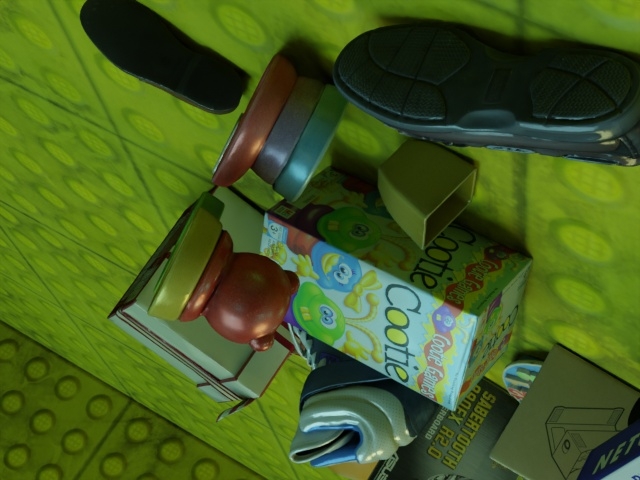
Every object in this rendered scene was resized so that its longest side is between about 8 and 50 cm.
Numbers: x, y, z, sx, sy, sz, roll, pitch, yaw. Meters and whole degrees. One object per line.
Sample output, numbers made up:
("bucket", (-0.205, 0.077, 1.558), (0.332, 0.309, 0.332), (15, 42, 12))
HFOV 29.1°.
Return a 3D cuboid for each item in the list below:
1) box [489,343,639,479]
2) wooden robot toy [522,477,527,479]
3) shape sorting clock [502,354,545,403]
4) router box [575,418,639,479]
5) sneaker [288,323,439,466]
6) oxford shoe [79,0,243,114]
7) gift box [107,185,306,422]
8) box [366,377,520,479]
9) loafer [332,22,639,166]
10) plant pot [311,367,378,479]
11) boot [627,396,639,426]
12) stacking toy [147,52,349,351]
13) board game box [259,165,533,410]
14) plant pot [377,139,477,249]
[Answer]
("box", (0.335, 0.249, 1.520), (0.201, 0.164, 0.021), (30, 173, 11))
("wooden robot toy", (0.321, 0.338, 1.883), (0.076, 0.079, 0.173), (33, 160, 4))
("shape sorting clock", (0.336, 0.221, 1.641), (0.206, 0.040, 0.206), (30, 161, 12))
("router box", (0.462, 0.282, 1.269), (0.301, 0.082, 0.335), (36, 146, 2))
("sneaker", (0.003, 0.164, 1.548), (0.323, 0.236, 0.130), (19, 144, 40))
("oxford shoe", (-0.187, -0.207, 1.432), (0.212, 0.076, 0.076), (35, 172, 0))
("gift box", (-0.146, 0.110, 1.823), (0.258, 0.276, 0.255), (36, 166, -10))
("box", (0.196, 0.311, 1.792), (0.183, 0.231, 0.056), (33, 164, 7))
("loafer", (0.145, -0.114, 1.066), (0.302, 0.109, 0.095), (15, 157, 38))
("plant pot", (0.068, 0.228, 1.893), (0.205, 0.205, 0.188), (18, 139, 38))
("boot", (0.486, 0.244, 1.367), (0.207, 0.094, 0.246), (44, 153, -16))
("stacking toy", (-0.066, -0.029, 1.340), (0.130, 0.309, 0.279), (27, 171, -7))
("board game box", (0.079, 0.049, 1.425), (0.275, 0.144, 0.142), (26, 129, 22))
("plant pot", (0.106, -0.057, 1.303), (0.083, 0.081, 0.081), (41, 164, 19))
